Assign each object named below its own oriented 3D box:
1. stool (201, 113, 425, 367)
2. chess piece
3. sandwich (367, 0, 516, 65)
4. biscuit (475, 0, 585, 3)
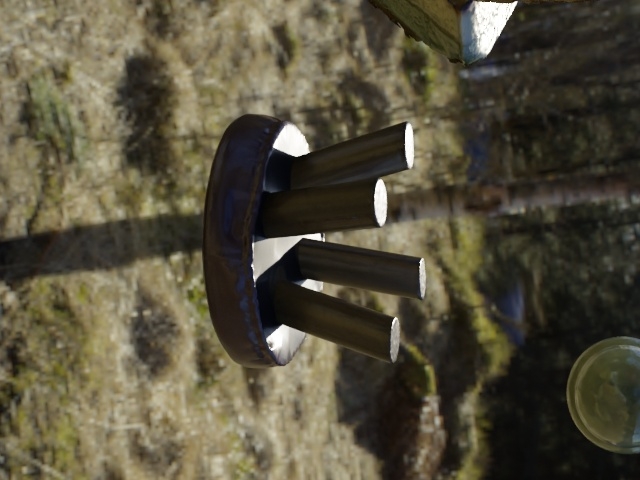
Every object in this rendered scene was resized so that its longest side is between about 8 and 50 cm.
[{"bbox_3d":[0.000,0.000,1.160,0.272,0.179,0.272,0,90,-73],"label":"stool"},{"bbox_3d":[0.343,0.174,1.262,0.251,0.145,0.144,26,57,-72],"label":"chess piece"},{"bbox_3d":[0.152,-0.285,1.112,0.220,0.186,0.108,52,-14,40],"label":"sandwich"},{"bbox_3d":[0.151,-0.134,0.362,0.118,0.247,0.029,25,-38,60],"label":"biscuit"}]
